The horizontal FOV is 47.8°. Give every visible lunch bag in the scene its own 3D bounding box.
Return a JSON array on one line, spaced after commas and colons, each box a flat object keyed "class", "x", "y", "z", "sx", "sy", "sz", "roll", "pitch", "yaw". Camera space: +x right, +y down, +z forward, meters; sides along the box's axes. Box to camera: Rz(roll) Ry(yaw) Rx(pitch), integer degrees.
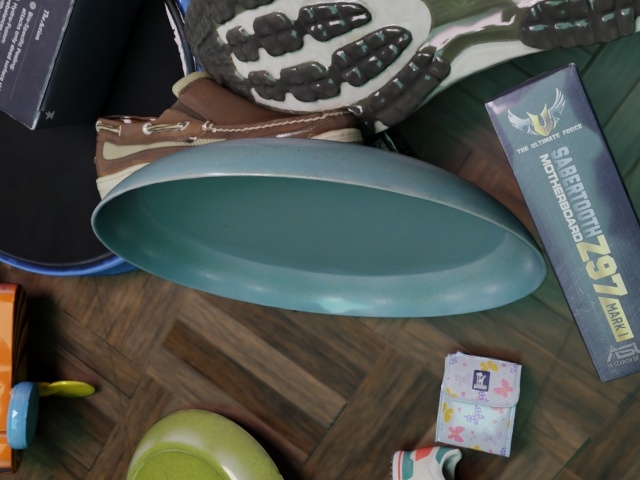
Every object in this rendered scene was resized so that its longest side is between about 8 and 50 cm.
[{"class": "lunch bag", "x": 0.146, "y": 0.148, "z": 0.667, "sx": 0.071, "sy": 0.053, "sz": 0.083, "roll": 10, "pitch": 96, "yaw": 14}]

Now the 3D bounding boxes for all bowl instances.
[{"class": "bowl", "x": -0.263, "y": -0.147, "z": 0.717, "sx": 0.392, "sy": 0.077, "sz": 0.390, "roll": 4, "pitch": 104, "yaw": 17}]

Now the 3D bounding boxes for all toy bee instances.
[{"class": "toy bee", "x": -0.371, "y": 0.194, "z": 0.797, "sx": 0.195, "sy": 0.162, "sz": 0.298, "roll": 24, "pitch": 81, "yaw": -9}]

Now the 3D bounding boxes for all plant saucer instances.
[{"class": "plant saucer", "x": -0.130, "y": 0.302, "z": 0.764, "sx": 0.241, "sy": 0.037, "sz": 0.240, "roll": 3, "pitch": 95, "yaw": 32}, {"class": "plant saucer", "x": 0.000, "y": 0.000, "z": 0.527, "sx": 0.318, "sy": 0.317, "sz": 0.043, "roll": 1, "pitch": 70, "yaw": 18}]

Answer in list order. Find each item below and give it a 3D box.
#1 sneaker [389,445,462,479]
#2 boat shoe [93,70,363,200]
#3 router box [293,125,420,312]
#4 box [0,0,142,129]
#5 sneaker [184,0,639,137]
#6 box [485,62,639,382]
[{"class": "sneaker", "x": 0.110, "y": 0.260, "z": 0.660, "sx": 0.075, "sy": 0.161, "sz": 0.057, "roll": -17, "pitch": 133, "yaw": 15}, {"class": "boat shoe", "x": -0.089, "y": -0.085, "z": 0.564, "sx": 0.258, "sy": 0.095, "sz": 0.095, "roll": -6, "pitch": 98, "yaw": 31}, {"class": "router box", "x": 0.008, "y": -0.035, "z": 0.671, "sx": 0.179, "sy": 0.046, "sz": 0.133, "roll": -35, "pitch": 92, "yaw": 22}, {"class": "box", "x": -0.250, "y": -0.200, "z": 0.609, "sx": 0.158, "sy": 0.093, "sz": 0.156, "roll": 31, "pitch": 109, "yaw": 10}, {"class": "sneaker", "x": 0.087, "y": -0.198, "z": 0.552, "sx": 0.411, "sy": 0.182, "sz": 0.158, "roll": -9, "pitch": 121, "yaw": 27}, {"class": "box", "x": 0.179, "y": -0.029, "z": 0.516, "sx": 0.059, "sy": 0.233, "sz": 0.183, "roll": -24, "pitch": 94, "yaw": 17}]
